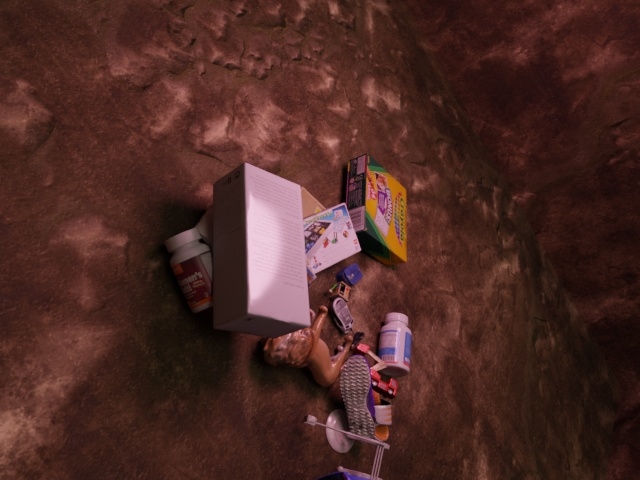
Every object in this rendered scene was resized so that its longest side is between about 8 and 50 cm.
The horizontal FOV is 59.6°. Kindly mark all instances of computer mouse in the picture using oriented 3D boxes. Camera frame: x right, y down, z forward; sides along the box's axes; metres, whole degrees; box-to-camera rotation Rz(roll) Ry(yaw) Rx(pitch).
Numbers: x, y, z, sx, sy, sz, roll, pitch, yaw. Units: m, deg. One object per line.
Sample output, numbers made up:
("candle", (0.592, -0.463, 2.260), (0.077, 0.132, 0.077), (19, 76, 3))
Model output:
("computer mouse", (0.088, 0.295, 2.026), (0.106, 0.042, 0.193), (-37, 106, -43))

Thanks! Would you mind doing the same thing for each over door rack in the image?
("over door rack", (0.047, 0.704, 1.736), (0.324, 0.108, 0.239), (26, 63, -20))

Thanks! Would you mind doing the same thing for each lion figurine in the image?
("lion figurine", (-0.015, 0.373, 1.811), (0.392, 0.142, 0.240), (47, 52, -27))

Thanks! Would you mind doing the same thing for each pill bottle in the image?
("pill bottle", (-0.355, 0.085, 1.596), (0.121, 0.121, 0.221), (-26, 92, -49))
("pill bottle", (0.283, 0.393, 2.120), (0.124, 0.124, 0.221), (34, 51, -32))

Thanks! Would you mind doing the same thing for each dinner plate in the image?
("dinner plate", (0.073, 0.637, 1.871), (0.141, 0.017, 0.141), (23, 57, -40))

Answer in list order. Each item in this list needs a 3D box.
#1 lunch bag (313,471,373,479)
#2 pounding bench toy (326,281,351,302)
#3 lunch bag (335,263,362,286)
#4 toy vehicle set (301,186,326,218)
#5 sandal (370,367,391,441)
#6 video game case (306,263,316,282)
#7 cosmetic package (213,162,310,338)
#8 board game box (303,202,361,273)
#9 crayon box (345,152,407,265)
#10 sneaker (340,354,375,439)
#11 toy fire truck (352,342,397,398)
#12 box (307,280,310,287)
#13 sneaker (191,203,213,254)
("lunch bag", (0.066, 0.813, 1.513), (0.328, 0.239, 0.385), (32, 96, -33))
("pounding bench toy", (0.063, 0.181, 2.041), (0.083, 0.052, 0.065), (38, 48, -28))
("lunch bag", (0.114, 0.132, 2.107), (0.098, 0.065, 0.067), (-38, 101, -47))
("toy vehicle set", (-0.014, -0.055, 2.081), (0.267, 0.035, 0.166), (43, 46, -24))
("sandal", (0.203, 0.579, 1.987), (0.102, 0.076, 0.265), (0, 73, -46))
("video game case", (-0.085, 0.127, 1.888), (0.122, 0.011, 0.087), (-37, 100, -11))
("cosmetic package", (-0.174, 0.033, 1.607), (0.230, 0.161, 0.453), (20, 56, -42))
("board game box", (0.000, 0.000, 2.001), (0.305, 0.053, 0.193), (-24, 98, -38))
("crayon box", (0.235, -0.121, 2.292), (0.313, 0.106, 0.362), (33, 51, -42))
("sneaker", (0.129, 0.516, 1.895), (0.146, 0.102, 0.293), (-49, 134, -78))
("toy fire truck", (0.196, 0.466, 1.993), (0.192, 0.047, 0.135), (28, 51, -3))
("box", (-0.120, 0.109, 1.857), (0.116, 0.029, 0.162), (-27, 92, -13))
("sneaker", (-0.273, 0.039, 1.726), (0.292, 0.108, 0.169), (44, 48, -11))
